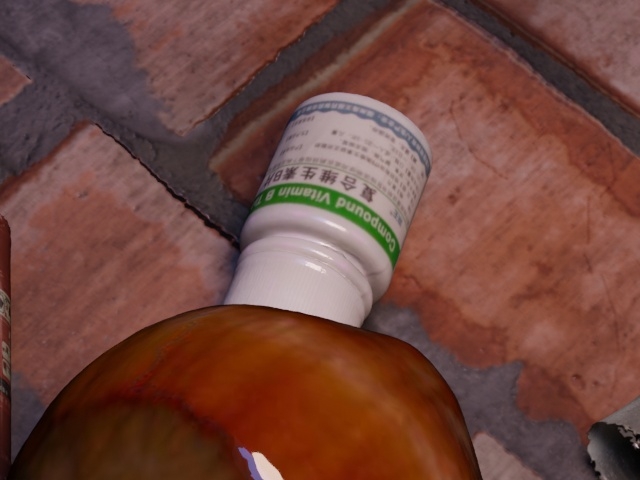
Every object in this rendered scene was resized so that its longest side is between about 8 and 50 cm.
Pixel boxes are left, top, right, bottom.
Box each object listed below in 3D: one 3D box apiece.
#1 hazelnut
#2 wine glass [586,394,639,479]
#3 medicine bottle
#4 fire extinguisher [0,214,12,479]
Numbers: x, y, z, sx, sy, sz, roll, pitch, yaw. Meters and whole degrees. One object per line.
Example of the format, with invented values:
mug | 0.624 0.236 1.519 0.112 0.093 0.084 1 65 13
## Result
hazelnut | -0.040 0.206 1.374 0.365 0.366 0.366 4 57 -7
wine glass | 0.336 0.146 1.592 0.222 0.103 0.103 -25 65 -22
medicine bottle | 0.000 0.000 1.608 0.139 0.139 0.237 21 57 4
fire extinguisher | -0.285 0.122 1.475 0.106 0.147 0.337 11 54 -26
